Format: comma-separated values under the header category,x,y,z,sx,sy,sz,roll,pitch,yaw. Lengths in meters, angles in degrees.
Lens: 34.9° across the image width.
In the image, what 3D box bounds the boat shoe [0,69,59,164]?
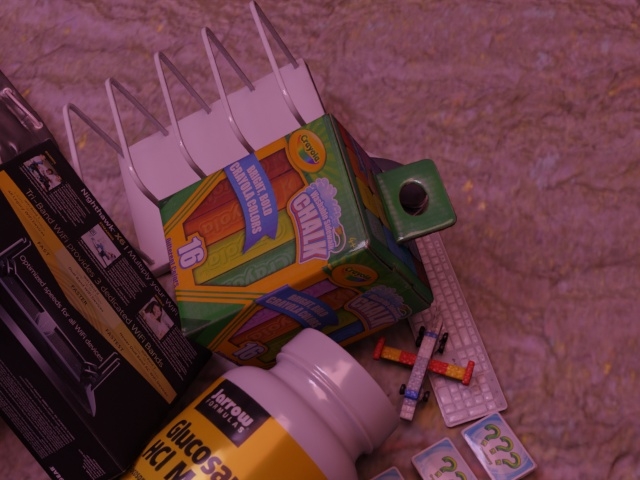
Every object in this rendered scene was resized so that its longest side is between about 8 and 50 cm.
category,x,y,z,sx,sy,sz,roll,pitch,yaw
boat shoe,-0.465,-0.209,1.378,0.096,0.112,0.335,-22,64,-30

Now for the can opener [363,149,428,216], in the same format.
category,x,y,z,sx,sy,sz,roll,pitch,yaw
can opener,0.009,-0.111,1.282,0.283,0.095,0.076,25,63,17

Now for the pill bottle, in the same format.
category,x,y,z,sx,sy,sz,roll,pitch,yaw
pill bottle,-0.086,0.248,1.012,0.188,0.188,0.334,40,71,24

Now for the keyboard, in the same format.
category,x,y,z,sx,sy,sz,roll,pitch,yaw
keyboard,0.141,0.094,1.197,0.072,0.014,0.256,-15,59,-5

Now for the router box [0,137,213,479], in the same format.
category,x,y,z,sx,sy,sz,roll,pitch,yaw
router box,-0.267,0.068,1.038,0.081,0.243,0.308,-32,99,24

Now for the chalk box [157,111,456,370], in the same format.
category,x,y,z,sx,sy,sz,roll,pitch,yaw
chalk box,0.000,0.000,1.109,0.289,0.179,0.180,-27,56,16

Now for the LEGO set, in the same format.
category,x,y,z,sx,sy,sz,roll,pitch,yaw
LEGO set,0.096,0.184,1.116,0.182,0.060,0.244,-26,59,-11

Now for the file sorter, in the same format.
category,x,y,z,sx,sy,sz,roll,pitch,yaw
file sorter,-0.143,-0.123,1.212,0.278,0.173,0.192,-26,58,11
